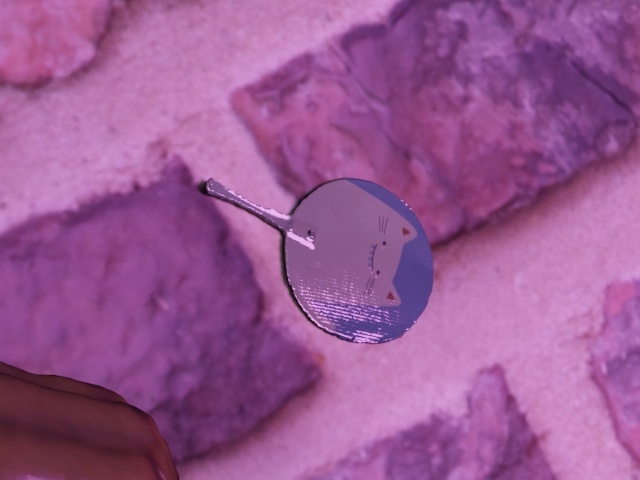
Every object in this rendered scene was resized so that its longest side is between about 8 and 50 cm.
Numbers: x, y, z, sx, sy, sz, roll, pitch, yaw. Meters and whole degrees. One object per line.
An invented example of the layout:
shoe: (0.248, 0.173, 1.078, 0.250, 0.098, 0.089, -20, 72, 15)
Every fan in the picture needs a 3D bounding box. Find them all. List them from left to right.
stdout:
fan: (0.000, 0.000, 1.235, 0.175, 0.005, 0.113, 26, 65, -20)

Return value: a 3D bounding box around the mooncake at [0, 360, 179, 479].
mooncake: (-0.184, 0.194, 0.918, 0.161, 0.290, 0.290, 16, 68, -27)
